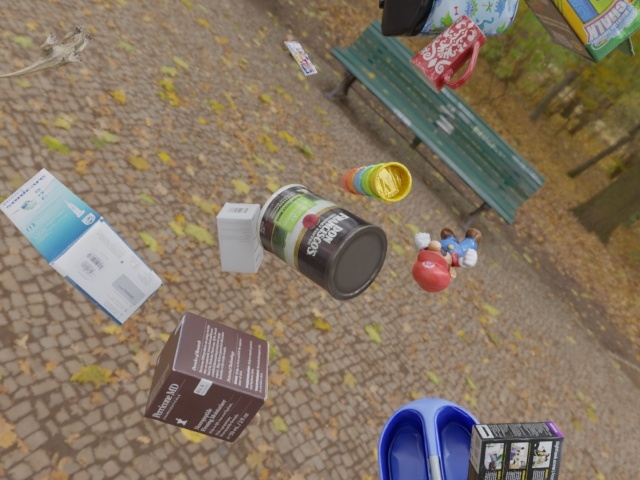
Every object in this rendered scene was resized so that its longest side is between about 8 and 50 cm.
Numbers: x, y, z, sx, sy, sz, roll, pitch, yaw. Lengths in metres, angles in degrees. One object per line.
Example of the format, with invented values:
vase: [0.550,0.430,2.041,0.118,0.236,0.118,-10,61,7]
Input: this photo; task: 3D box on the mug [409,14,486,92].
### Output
mug: [0.335,-0.459,1.509,0.150,0.169,0.113,49,10,11]

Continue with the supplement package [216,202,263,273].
supplement package: [-0.230,-0.007,1.734,0.105,0.179,0.105,3,28,7]

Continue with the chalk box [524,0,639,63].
chalk box: [0.490,-0.456,1.078,0.289,0.179,0.180,38,20,-25]

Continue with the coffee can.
coffee can: [0.000,0.000,1.503,0.275,0.202,0.201,31,15,38]

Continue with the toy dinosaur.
toy dinosaur: [-0.415,-0.283,0.928,0.183,0.092,0.053,-49,117,-37]

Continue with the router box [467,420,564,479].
router box: [0.302,0.376,0.945,0.133,0.179,0.046,0,17,-5]

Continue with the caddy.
caddy: [0.251,0.517,1.284,0.179,0.241,0.342,65,19,-62]

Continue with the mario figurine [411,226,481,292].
mario figurine: [0.372,0.024,1.786,0.170,0.198,0.320,51,39,3]

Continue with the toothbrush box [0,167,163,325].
toothbrush box: [-0.484,0.008,1.208,0.295,0.126,0.216,32,-20,40]

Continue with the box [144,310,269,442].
box: [-0.235,0.290,1.266,0.203,0.168,0.167,23,33,-19]

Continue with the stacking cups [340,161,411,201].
stacking cups: [0.135,-0.153,1.554,0.096,0.096,0.316,36,-3,-14]

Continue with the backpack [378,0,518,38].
backpack: [0.368,-0.677,1.632,0.273,0.290,0.355,21,19,41]

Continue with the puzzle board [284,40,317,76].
puzzle board: [-0.046,-0.459,1.504,0.096,0.011,0.128,57,19,-9]
